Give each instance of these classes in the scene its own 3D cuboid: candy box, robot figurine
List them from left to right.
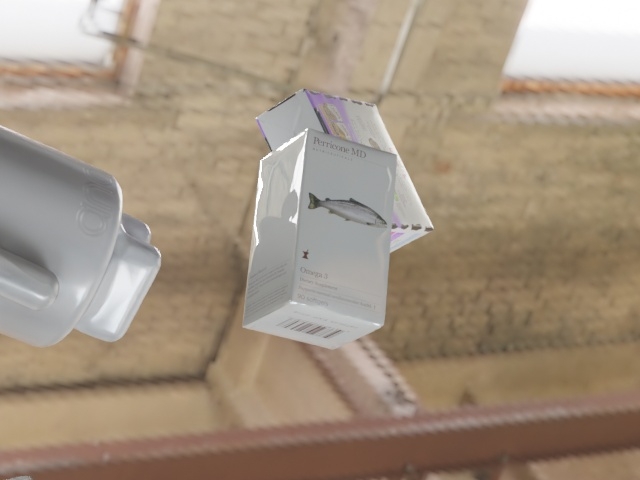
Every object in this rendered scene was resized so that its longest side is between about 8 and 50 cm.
[{"bbox_3d":[-0.345,-0.017,1.862,0.353,0.199,0.300,23,-170,-23],"label":"robot figurine"},{"bbox_3d":[0.030,-0.071,1.961,0.164,0.070,0.196,65,-159,12],"label":"candy box"}]

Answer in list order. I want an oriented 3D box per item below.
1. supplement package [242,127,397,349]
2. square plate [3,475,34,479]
[{"bbox_3d":[0.000,0.000,1.740,0.105,0.105,0.179,15,-112,-24],"label":"supplement package"},{"bbox_3d":[-0.410,0.393,1.579,0.347,0.049,0.344,-15,-134,16],"label":"square plate"}]
